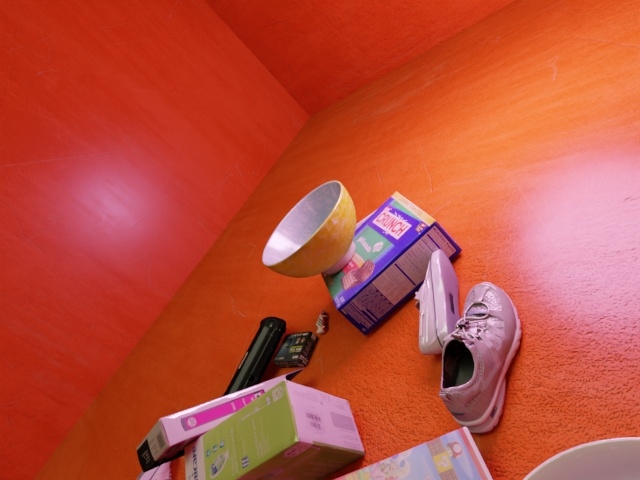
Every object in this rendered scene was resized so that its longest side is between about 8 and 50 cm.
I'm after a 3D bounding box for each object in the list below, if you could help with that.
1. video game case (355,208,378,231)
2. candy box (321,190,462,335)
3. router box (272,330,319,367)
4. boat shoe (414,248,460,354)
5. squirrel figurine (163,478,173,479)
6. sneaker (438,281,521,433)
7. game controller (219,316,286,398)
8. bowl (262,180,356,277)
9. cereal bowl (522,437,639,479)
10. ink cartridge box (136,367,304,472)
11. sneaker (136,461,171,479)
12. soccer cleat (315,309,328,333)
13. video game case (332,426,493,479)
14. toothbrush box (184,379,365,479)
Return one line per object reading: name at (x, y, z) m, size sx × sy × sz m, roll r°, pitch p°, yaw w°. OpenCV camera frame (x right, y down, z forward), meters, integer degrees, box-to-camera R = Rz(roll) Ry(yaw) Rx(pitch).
video game case at (0.133, -0.048, 1.369) m, size 0.201 × 0.023 × 0.183 m, roll -36°, pitch -4°, yaw 23°
candy box at (0.163, 0.047, 1.145) m, size 0.317 × 0.122 × 0.268 m, roll -42°, pitch 22°, yaw 6°
router box at (-0.071, 0.307, 1.226) m, size 0.122 × 0.038 × 0.092 m, roll -20°, pitch 35°, yaw 45°
boat shoe at (0.240, 0.124, 0.929) m, size 0.084 × 0.095 × 0.258 m, roll -25°, pitch 30°, yaw 32°
squirrel figurine at (-0.349, 0.651, 0.815) m, size 0.397 × 0.281 × 0.370 m, roll -46°, pitch 3°, yaw 25°
sneaker at (0.273, 0.177, 0.761) m, size 0.105 × 0.115 × 0.281 m, roll -23°, pitch 32°, yaw 42°
game controller at (-0.201, 0.370, 1.289) m, size 0.319 × 0.067 × 0.166 m, roll -62°, pitch 11°, yaw -15°
bowl at (0.000, 0.000, 1.149) m, size 0.289 × 0.156 × 0.289 m, roll -40°, pitch 22°, yaw 19°
cereal bowl at (0.318, 0.358, 0.366) m, size 0.339 × 0.141 × 0.339 m, roll -37°, pitch 26°, yaw 21°
ink cartridge box at (-0.207, 0.400, 0.998) m, size 0.175 × 0.371 × 0.069 m, roll -50°, pitch 61°, yaw 37°
sneaker at (-0.465, 0.681, 1.236) m, size 0.094 × 0.091 × 0.258 m, roll -46°, pitch 2°, yaw 13°
soccer cleat at (0.002, 0.230, 1.241) m, size 0.036 × 0.029 × 0.083 m, roll -32°, pitch 31°, yaw 20°
video game case at (0.115, 0.408, 0.596) m, size 0.285 × 0.025 × 0.204 m, roll -25°, pitch 45°, yaw 5°
toothbrush box at (-0.092, 0.413, 0.855) m, size 0.283 × 0.206 × 0.122 m, roll -37°, pitch 44°, yaw 18°
